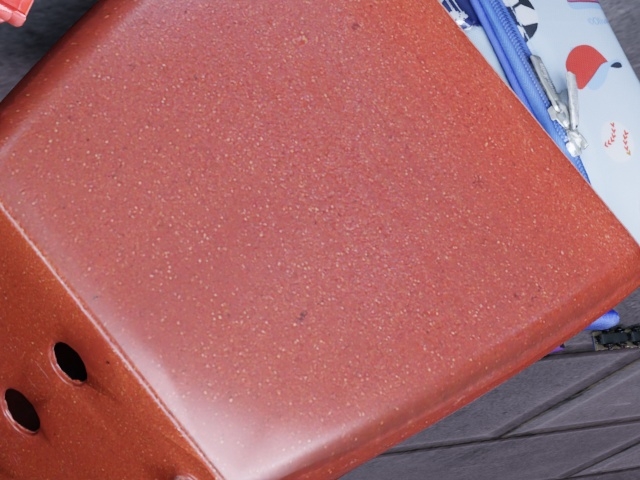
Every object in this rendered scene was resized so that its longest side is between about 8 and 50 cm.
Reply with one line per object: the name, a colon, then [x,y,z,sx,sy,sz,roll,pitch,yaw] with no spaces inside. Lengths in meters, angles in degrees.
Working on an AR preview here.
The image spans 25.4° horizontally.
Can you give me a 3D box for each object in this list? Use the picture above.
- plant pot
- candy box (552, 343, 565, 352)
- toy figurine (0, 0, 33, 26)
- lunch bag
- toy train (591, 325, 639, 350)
plant pot: [-0.062,0.022,0.681,0.235,0.267,0.267,-37,178,-41]
candy box: [0.157,0.083,1.460,0.164,0.070,0.196,-17,161,8]
toy figurine: [-0.256,-0.117,0.626,0.217,0.191,0.362,28,151,-18]
lunch bag: [0.060,-0.033,0.817,0.115,0.243,0.303,-12,162,-37]
toy train: [0.398,0.123,1.798,0.158,0.027,0.036,0,166,-36]
